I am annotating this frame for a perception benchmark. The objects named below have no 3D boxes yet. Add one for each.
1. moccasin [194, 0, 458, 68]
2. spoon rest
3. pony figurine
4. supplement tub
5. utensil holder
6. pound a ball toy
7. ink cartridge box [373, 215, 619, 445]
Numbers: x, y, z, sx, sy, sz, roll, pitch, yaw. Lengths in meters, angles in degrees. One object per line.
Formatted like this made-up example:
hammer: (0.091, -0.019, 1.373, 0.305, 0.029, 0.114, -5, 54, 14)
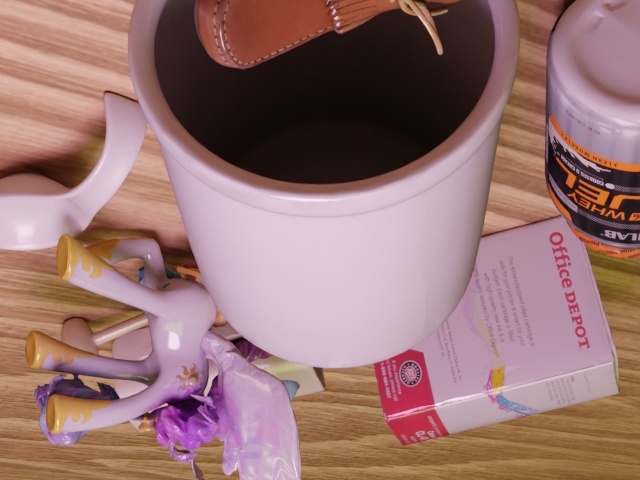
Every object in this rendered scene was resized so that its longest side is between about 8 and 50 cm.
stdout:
moccasin: (0.074, -0.239, 1.098, 0.380, 0.147, 0.139, -26, 138, -21)
spoon rest: (-0.289, -0.054, 1.513, 0.137, 0.084, 0.276, 18, 140, -39)
pony figurine: (-0.164, 0.153, 1.673, 0.363, 0.351, 0.302, 3, -177, -33)
supplement tub: (0.338, -0.119, 1.482, 0.193, 0.194, 0.316, -12, 150, 3)
utensil holder: (0.009, -0.090, 1.312, 0.327, 0.328, 0.385, -9, 154, -2)
pound a ball toy: (-0.170, 0.172, 1.891, 0.319, 0.136, 0.208, -14, 151, 5)
ink cartridge box: (0.221, 0.121, 1.831, 0.306, 0.226, 0.131, -13, 151, 7)
